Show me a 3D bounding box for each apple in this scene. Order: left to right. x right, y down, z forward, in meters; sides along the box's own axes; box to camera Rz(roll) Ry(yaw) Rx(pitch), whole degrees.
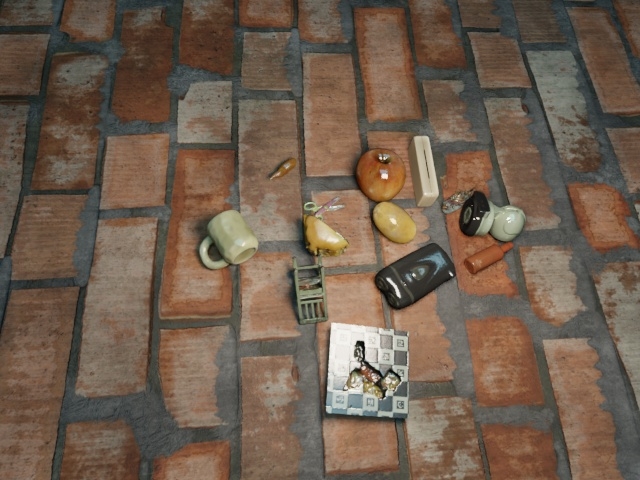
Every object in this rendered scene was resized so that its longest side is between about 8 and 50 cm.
[{"bbox_3d":[0.283,-0.310,2.011,0.253,0.253,0.253,1,70,-3],"label":"apple"}]

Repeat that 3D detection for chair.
[{"bbox_3d":[-0.045,0.211,1.851,0.136,0.147,0.270,-7,114,-4],"label":"chair"}]

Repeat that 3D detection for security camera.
[{"bbox_3d":[0.820,-0.095,1.974,0.277,0.191,0.197,10,41,-2],"label":"security camera"}]

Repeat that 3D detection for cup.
[{"bbox_3d":[-0.423,0.010,1.863,0.255,0.173,0.202,-32,73,-15],"label":"cup"}]

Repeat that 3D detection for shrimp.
[{"bbox_3d":[0.686,-0.207,2.069,0.233,0.079,0.090,-34,38,-17],"label":"shrimp"}]

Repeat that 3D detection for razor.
[{"bbox_3d":[0.431,0.159,1.894,0.349,0.113,0.204,-27,75,-15],"label":"razor"}]

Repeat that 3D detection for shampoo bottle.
[{"bbox_3d":[0.797,0.072,1.964,0.244,0.085,0.085,-24,73,-12],"label":"shampoo bottle"}]

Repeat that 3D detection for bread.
[{"bbox_3d":[-0.009,0.002,1.900,0.251,0.174,0.133,37,75,5],"label":"bread"}]

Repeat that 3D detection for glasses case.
[{"bbox_3d":[0.504,-0.342,2.069,0.076,0.144,0.336,-3,71,-4],"label":"glasses case"}]

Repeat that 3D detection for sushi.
[{"bbox_3d":[0.199,0.546,1.765,0.343,0.064,0.359,7,68,-5],"label":"sushi"}]

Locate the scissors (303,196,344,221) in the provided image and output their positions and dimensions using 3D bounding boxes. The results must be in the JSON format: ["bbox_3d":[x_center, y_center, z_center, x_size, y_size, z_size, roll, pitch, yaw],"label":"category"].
[{"bbox_3d":[0.021,-0.157,2.034,0.187,0.020,0.133,-22,68,-10],"label":"scissors"}]

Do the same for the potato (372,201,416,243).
[{"bbox_3d":[0.347,-0.084,1.974,0.234,0.146,0.150,42,105,11],"label":"potato"}]

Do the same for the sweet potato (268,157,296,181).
[{"bbox_3d":[-0.187,-0.347,2.070,0.056,0.056,0.195,39,64,10],"label":"sweet potato"}]
